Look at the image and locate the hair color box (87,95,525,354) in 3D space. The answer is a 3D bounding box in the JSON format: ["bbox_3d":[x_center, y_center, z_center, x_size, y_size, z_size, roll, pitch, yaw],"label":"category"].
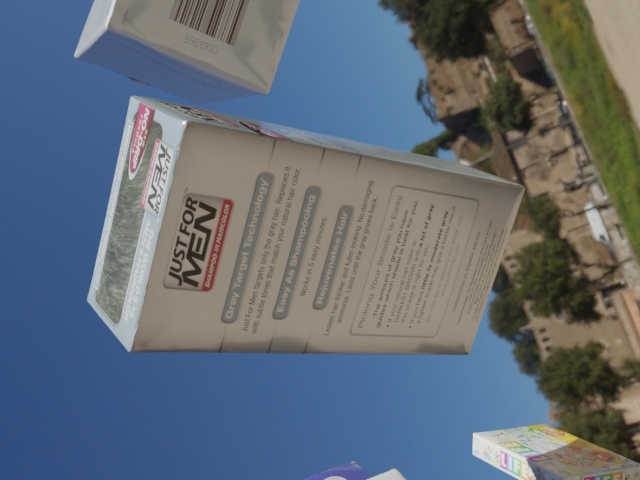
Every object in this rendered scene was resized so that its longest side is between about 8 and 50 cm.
[{"bbox_3d":[0.000,0.000,0.742,0.375,0.185,0.114,6,-165,-37],"label":"hair color box"}]

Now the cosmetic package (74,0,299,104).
[{"bbox_3d":[-0.198,-0.296,1.119,0.217,0.156,0.385,19,-179,-24],"label":"cosmetic package"}]

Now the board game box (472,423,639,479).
[{"bbox_3d":[0.250,0.236,0.873,0.154,0.103,0.026,-170,80,-66],"label":"board game box"}]

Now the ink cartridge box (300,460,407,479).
[{"bbox_3d":[0.004,0.274,0.700,0.224,0.223,0.045,37,130,48],"label":"ink cartridge box"}]
